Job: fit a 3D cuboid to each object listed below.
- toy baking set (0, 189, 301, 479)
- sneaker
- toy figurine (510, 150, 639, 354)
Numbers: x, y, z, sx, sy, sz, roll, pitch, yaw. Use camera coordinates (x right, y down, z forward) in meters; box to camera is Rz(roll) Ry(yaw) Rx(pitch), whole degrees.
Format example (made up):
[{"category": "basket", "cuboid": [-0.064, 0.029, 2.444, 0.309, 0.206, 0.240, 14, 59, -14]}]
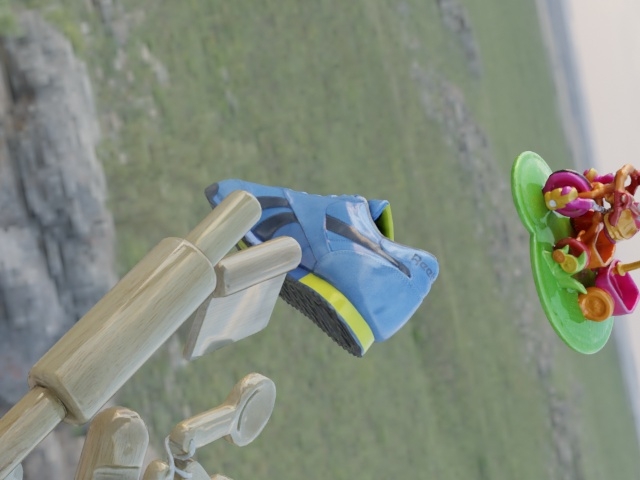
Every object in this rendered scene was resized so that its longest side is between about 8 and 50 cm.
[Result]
[{"category": "toy baking set", "cuboid": [-0.081, 0.101, 0.655, 0.256, 0.030, 0.197, -44, 146, -36]}, {"category": "sneaker", "cuboid": [0.000, 0.000, 1.008, 0.209, 0.082, 0.069, 35, -18, 51]}, {"category": "toy figurine", "cuboid": [0.251, -0.009, 1.195, 0.173, 0.159, 0.130, 63, 36, -16]}]
